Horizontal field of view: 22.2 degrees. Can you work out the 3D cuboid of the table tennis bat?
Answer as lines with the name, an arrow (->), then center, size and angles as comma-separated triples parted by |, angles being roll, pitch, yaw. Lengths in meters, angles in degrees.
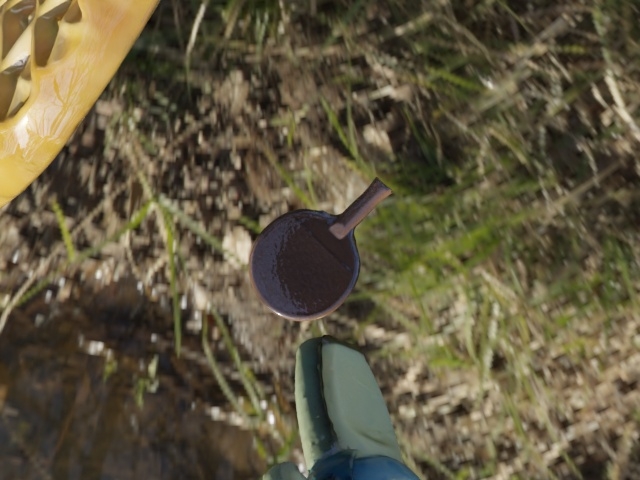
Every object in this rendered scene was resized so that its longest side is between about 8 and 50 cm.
table tennis bat -> 0.000, 0.000, 1.555 | 0.107, 0.119, 0.170 | 44, 90, 6

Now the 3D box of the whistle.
whistle -> 0.023, 0.143, 0.686 | 0.114, 0.235, 0.077 | 21, 129, -36

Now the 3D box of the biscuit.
biscuit -> -0.125, -0.110, 0.733 | 0.040, 0.309, 0.204 | 27, 101, -20
